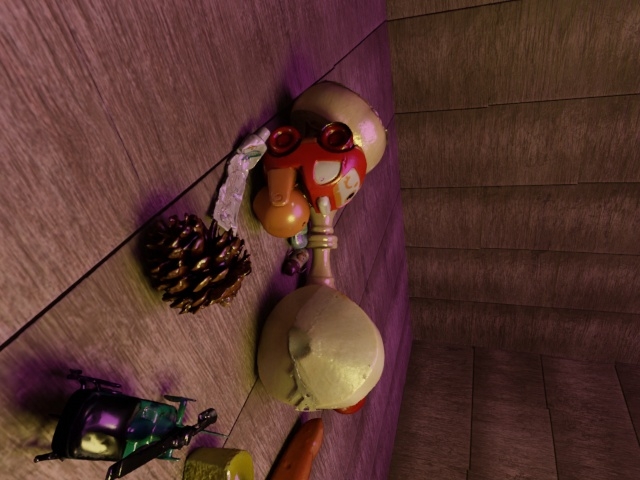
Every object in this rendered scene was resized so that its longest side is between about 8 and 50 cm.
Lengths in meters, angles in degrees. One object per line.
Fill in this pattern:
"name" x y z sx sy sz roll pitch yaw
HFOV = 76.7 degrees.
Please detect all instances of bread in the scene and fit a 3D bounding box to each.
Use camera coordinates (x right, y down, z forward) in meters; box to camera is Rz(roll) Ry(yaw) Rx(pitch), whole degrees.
"bread" -0.184 0.450 0.749 0.111 0.114 0.129 41 54 -65

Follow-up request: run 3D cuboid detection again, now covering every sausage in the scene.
"sausage" -0.072 0.622 1.096 0.348 0.094 0.097 -51 152 -60

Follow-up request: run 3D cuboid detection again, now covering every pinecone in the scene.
"pinecone" -0.197 0.034 0.643 0.173 0.174 0.173 2 90 -69

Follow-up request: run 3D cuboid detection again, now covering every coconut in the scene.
"coconut" 0.004 0.267 0.992 0.323 0.323 0.322 2 90 -69

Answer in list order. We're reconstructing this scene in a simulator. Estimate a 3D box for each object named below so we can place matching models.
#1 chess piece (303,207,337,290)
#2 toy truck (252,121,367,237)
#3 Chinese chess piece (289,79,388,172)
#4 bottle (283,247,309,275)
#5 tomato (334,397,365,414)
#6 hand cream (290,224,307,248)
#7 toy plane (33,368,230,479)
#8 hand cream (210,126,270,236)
"chess piece" 0.000 0.000 1.208 0.117 0.117 0.396 11 80 -69
"toy truck" -0.023 -0.124 0.938 0.189 0.265 0.239 69 19 -67
"Chinese chess piece" 0.047 -0.288 1.073 0.112 0.270 0.270 -53 148 -13
"bottle" -0.067 0.062 1.114 0.101 0.063 0.047 -52 172 -53
"tomato" 0.087 0.517 1.438 0.195 0.136 0.195 -1 90 -68
"hand cream" -0.064 -0.066 1.113 0.095 0.046 0.174 -18 107 -65
"toy plane" -0.238 0.258 0.555 0.381 0.155 0.106 88 12 -64
"hand cream" -0.164 -0.136 0.845 0.084 0.050 0.256 53 49 -55
